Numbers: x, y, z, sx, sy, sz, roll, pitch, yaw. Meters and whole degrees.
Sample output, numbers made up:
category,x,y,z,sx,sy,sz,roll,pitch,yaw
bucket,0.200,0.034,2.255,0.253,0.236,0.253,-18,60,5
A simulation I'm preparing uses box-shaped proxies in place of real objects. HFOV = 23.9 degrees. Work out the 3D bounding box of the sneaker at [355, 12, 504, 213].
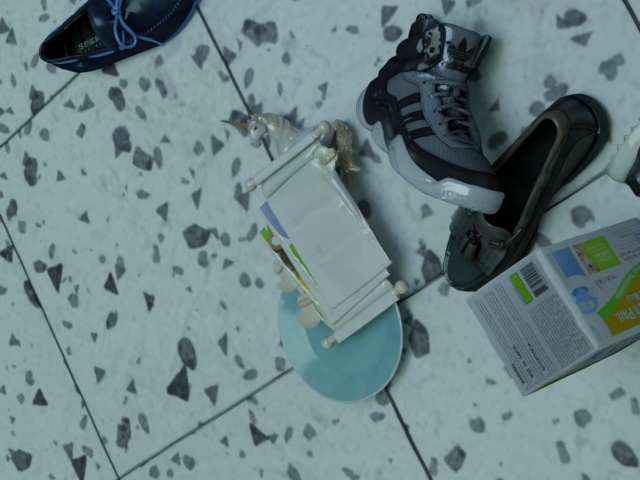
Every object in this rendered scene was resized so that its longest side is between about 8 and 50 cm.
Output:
category,x,y,z,sx,sy,sz,roll,pitch,yaw
sneaker,0.132,-0.144,1.586,0.153,0.101,0.268,-65,33,21

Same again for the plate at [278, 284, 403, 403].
category,x,y,z,sx,sy,sz,roll,pitch,yaw
plate,0.027,0.101,1.805,0.188,0.024,0.188,8,103,37

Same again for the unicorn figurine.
category,x,y,z,sx,sy,sz,roll,pitch,yaw
unicorn figurine,-0.025,-0.107,1.794,0.162,0.060,0.111,-12,90,23

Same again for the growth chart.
category,x,y,z,sx,sy,sz,roll,pitch,yaw
growth chart,0.000,0.000,1.759,0.172,0.021,0.237,-29,89,37

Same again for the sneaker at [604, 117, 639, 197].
category,x,y,z,sx,sy,sz,roll,pitch,yaw
sneaker,0.405,-0.123,1.416,0.146,0.102,0.293,48,130,20

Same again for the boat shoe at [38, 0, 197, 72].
category,x,y,z,sx,sy,sz,roll,pitch,yaw
boat shoe,-0.259,-0.271,1.925,0.258,0.089,0.109,-32,78,38

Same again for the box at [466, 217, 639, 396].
category,x,y,z,sx,sy,sz,roll,pitch,yaw
box,0.259,0.062,1.494,0.103,0.203,0.114,-39,75,37

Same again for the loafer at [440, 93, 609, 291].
category,x,y,z,sx,sy,sz,roll,pitch,yaw
loafer,0.196,-0.047,1.601,0.096,0.084,0.267,47,123,22
